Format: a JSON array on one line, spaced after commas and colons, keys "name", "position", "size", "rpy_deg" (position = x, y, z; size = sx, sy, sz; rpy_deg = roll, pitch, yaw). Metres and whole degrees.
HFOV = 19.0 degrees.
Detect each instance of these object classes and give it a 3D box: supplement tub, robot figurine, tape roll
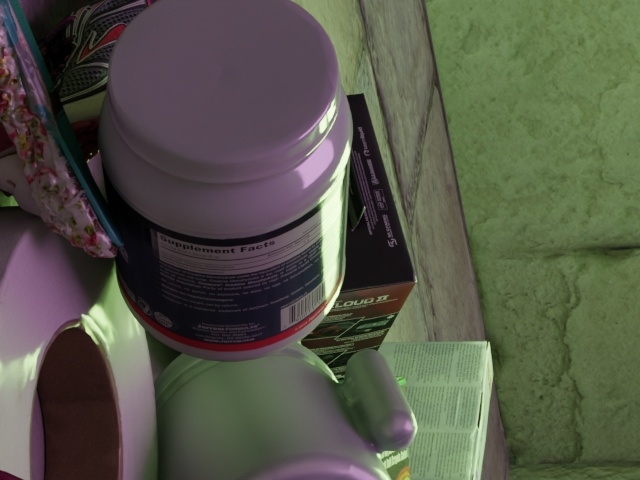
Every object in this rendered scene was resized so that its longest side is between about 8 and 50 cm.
[{"name": "supplement tub", "position": [-0.072, -0.047, 1.482], "size": [0.272, 0.191, 0.191], "rpy_deg": [92, 4, -56]}, {"name": "robot figurine", "position": [-0.050, 0.215, 1.705], "size": [0.200, 0.300, 0.353], "rpy_deg": [55, 3, -35]}, {"name": "tape roll", "position": [-0.218, 0.164, 1.487], "size": [0.392, 0.072, 0.392], "rpy_deg": [-3, 90, -76]}]

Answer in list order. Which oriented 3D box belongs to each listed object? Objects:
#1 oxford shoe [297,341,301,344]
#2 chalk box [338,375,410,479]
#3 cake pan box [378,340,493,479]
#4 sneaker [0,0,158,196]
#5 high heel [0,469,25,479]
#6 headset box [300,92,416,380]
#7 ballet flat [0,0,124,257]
[{"name": "oxford shoe", "position": [-0.108, 0.062, 1.895], "size": [0.130, 0.169, 0.449], "rpy_deg": [-34, 143, -24]}, {"name": "chalk box", "position": [-0.001, 0.242, 2.172], "size": [0.180, 0.179, 0.289], "rpy_deg": [2, 84, -76]}, {"name": "cake pan box", "position": [0.084, 0.235, 2.386], "size": [0.267, 0.245, 0.070], "rpy_deg": [-79, 160, -49]}, {"name": "sneaker", "position": [-0.202, -0.128, 1.584], "size": [0.112, 0.121, 0.299], "rpy_deg": [50, 31, -4]}, {"name": "high heel", "position": [-0.154, 0.220, 1.327], "size": [0.377, 0.127, 0.181], "rpy_deg": [-10, 89, -86]}, {"name": "headset box", "position": [0.000, 0.000, 1.980], "size": [0.293, 0.110, 0.218], "rpy_deg": [112, -34, -62]}, {"name": "ballet flat", "position": [-0.224, -0.088, 1.406], "size": [0.091, 0.077, 0.241], "rpy_deg": [-87, 154, -84]}]
